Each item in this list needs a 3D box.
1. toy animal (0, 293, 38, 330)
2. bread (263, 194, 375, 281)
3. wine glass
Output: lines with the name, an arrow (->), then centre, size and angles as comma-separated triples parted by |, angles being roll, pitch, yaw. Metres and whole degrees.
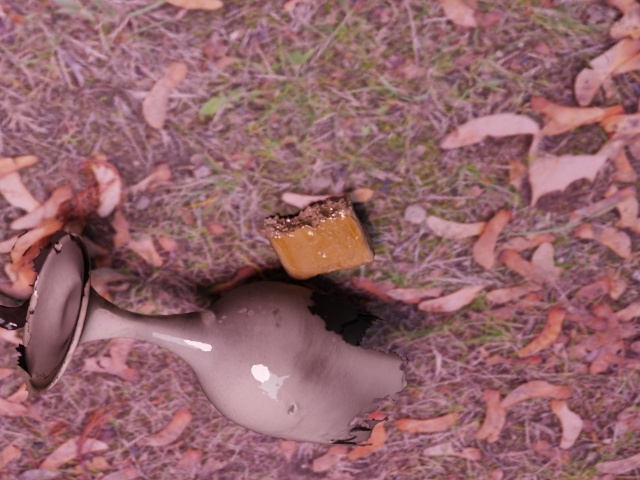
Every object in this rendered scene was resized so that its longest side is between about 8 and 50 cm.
toy animal -> -0.356, 0.051, 1.466 | 0.233, 0.084, 0.148 | 24, 121, -22
bread -> 0.000, 0.000, 1.509 | 0.083, 0.035, 0.070 | -19, 130, 16
wine glass -> -0.088, 0.090, 1.498 | 0.321, 0.143, 0.143 | 12, 127, -26
